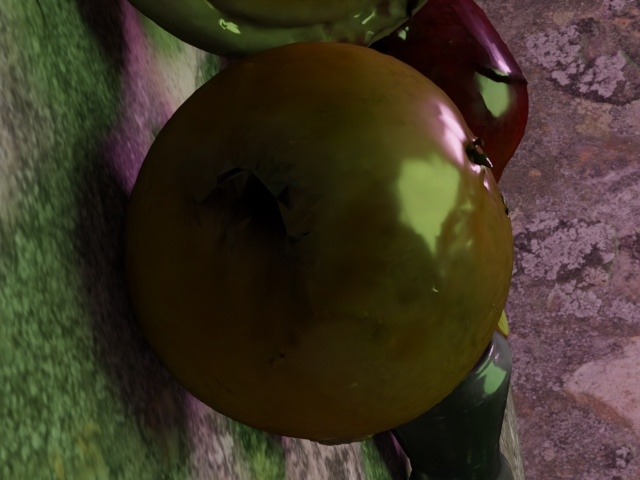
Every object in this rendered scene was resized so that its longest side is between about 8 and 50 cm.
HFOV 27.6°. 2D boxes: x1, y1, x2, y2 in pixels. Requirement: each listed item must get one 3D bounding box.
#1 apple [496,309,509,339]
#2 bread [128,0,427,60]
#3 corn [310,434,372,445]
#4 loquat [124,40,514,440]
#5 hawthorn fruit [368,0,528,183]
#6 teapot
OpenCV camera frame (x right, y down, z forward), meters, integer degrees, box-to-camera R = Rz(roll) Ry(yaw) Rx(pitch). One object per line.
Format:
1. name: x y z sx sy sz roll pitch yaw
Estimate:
1. apple: 0.162 0.085 1.680 0.146 0.163 0.147 -105 -169 -79
2. bread: -0.037 -0.269 0.931 0.159 0.306 0.305 -154 -134 -68
3. corn: -0.023 0.025 1.060 0.119 0.119 0.321 -67 142 -69
4. loquat: 0.000 0.000 0.863 0.263 0.263 0.263 -13 90 -77
5. hawthorn fruit: 0.062 -0.122 1.274 0.307 0.265 0.265 41 37 -80
6. teapot: 0.149 0.200 1.540 0.203 0.171 0.225 -89 168 -55
